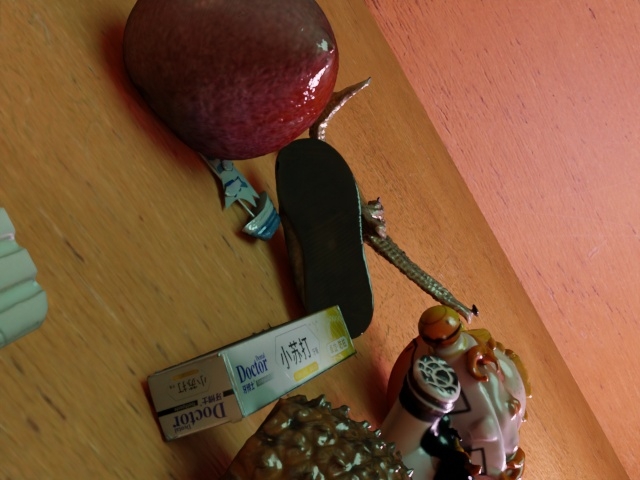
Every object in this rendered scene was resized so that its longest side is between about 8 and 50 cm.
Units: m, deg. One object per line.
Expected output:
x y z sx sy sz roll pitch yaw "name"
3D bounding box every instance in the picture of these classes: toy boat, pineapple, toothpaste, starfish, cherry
-0.102 -0.062 1.056 0.149 0.034 0.105 54 22 7 "toy boat"
0.082 0.274 0.699 0.365 0.165 0.165 33 16 12 "pineapple"
-0.055 0.122 0.851 0.313 0.089 0.071 -8 79 -70 "toothpaste"
0.087 -0.056 1.294 0.384 0.132 0.398 52 -8 45 "starfish"
-0.088 -0.210 0.950 0.239 0.239 0.206 52 24 -33 "cherry"

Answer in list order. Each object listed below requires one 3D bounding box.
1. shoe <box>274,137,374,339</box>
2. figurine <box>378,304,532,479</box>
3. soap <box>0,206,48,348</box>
0.000 0.000 1.103 0.098 0.103 0.274 119 -37 -75 "shoe"
0.180 0.237 1.156 0.323 0.196 0.320 -36 110 -64 "figurine"
-0.253 0.032 0.485 0.119 0.067 0.198 64 20 -5 "soap"
